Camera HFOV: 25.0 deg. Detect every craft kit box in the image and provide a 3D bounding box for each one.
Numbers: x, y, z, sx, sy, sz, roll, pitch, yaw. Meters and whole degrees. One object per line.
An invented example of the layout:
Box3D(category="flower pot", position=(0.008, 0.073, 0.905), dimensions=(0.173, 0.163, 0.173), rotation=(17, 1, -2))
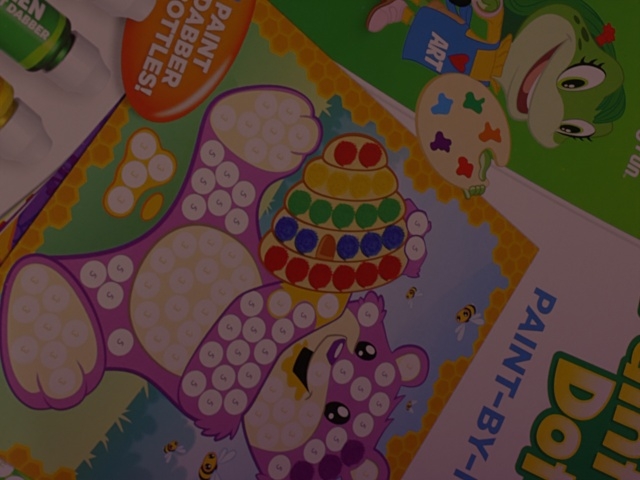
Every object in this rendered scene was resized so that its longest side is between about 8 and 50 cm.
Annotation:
Box3D(category="craft kit box", position=(0.000, 0.000, 0.408), dimensions=(0.246, 0.061, 0.250), rotation=(29, 76, -14))
